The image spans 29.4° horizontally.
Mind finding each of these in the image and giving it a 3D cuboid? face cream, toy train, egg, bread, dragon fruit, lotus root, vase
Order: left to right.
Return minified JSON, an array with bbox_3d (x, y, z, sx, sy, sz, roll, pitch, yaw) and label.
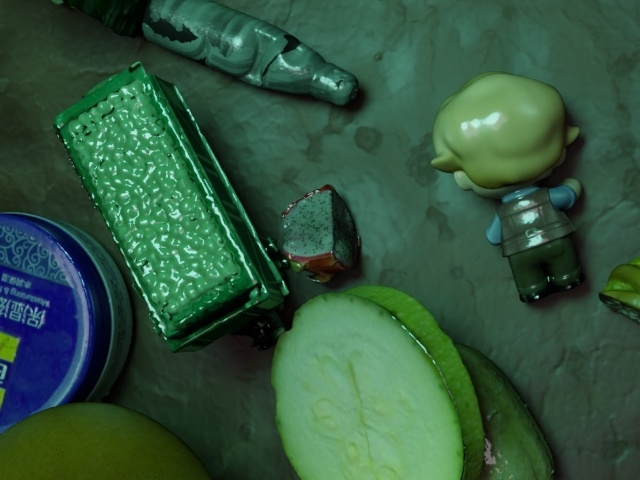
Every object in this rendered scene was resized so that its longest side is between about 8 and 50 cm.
[{"bbox_3d":[-0.281,0.077,1.134,0.206,0.111,0.206,-1,87,16],"label":"face cream"},{"bbox_3d":[-0.200,0.310,1.009,0.283,0.282,0.351,3,89,15],"label":"egg"},{"bbox_3d":[-0.122,-0.018,1.075,0.115,0.154,0.269,-31,80,14],"label":"toy train"},{"bbox_3d":[-0.061,-0.172,1.116,0.211,0.060,0.060,25,93,15],"label":"vase"},{"bbox_3d":[0.000,0.000,1.092,0.056,0.060,0.083,-21,55,20],"label":"dragon fruit"},{"bbox_3d":[0.129,0.147,1.030,0.077,0.090,0.183,-43,73,39],"label":"lotus root"},{"bbox_3d":[0.319,0.045,0.997,0.157,0.083,0.094,30,83,16],"label":"bread"}]

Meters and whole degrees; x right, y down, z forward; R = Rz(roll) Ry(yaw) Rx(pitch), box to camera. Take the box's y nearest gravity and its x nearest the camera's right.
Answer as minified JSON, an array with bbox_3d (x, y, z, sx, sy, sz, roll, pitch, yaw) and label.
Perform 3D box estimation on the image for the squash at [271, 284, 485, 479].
[{"bbox_3d":[0.045,0.147,1.027,0.219,0.041,0.219,15,112,42],"label":"squash"}]

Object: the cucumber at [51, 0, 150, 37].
[{"bbox_3d":[-0.239,-0.279,1.114,0.191,0.191,0.130,25,85,15],"label":"cucumber"}]

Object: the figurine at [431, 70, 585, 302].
[{"bbox_3d":[0.171,-0.049,1.037,0.114,0.108,0.196,-20,99,23],"label":"figurine"}]
